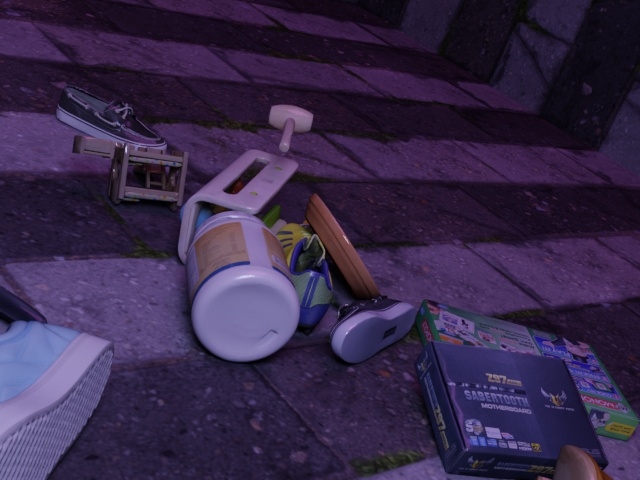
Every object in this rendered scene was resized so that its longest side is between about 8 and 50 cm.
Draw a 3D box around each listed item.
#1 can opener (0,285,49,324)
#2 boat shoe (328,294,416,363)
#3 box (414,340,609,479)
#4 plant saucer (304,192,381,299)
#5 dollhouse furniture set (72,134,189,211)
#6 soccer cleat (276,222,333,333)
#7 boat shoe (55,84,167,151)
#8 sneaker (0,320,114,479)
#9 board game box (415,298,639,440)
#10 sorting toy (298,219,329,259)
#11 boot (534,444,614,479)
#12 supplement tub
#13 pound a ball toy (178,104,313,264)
[{"bbox_3d":[-0.408,0.068,1.197,0.186,0.073,0.059,28,-15,6],"label":"can opener"},{"bbox_3d":[0.064,0.120,1.455,0.076,0.080,0.228,27,22,26],"label":"boat shoe"},{"bbox_3d":[0.258,0.235,1.337,0.233,0.059,0.183,11,40,-22],"label":"box"},{"bbox_3d":[0.030,0.016,1.576,0.200,0.037,0.200,57,-2,3],"label":"plant saucer"},{"bbox_3d":[-0.339,-0.113,1.629,0.182,0.101,0.161,6,3,-31],"label":"dollhouse furniture set"},{"bbox_3d":[-0.020,0.031,1.512,0.093,0.121,0.289,17,23,-10],"label":"soccer cleat"},{"bbox_3d":[-0.383,-0.222,1.806,0.219,0.070,0.078,22,23,1],"label":"boat shoe"},{"bbox_3d":[-0.332,0.177,0.941,0.150,0.135,0.366,16,14,5],"label":"sneaker"},{"bbox_3d":[0.319,0.201,1.538,0.317,0.046,0.213,16,25,-14],"label":"board game box"},{"bbox_3d":[0.000,0.000,1.714,0.083,0.045,0.075,37,8,31],"label":"sorting toy"},{"bbox_3d":[0.359,0.315,1.106,0.211,0.104,0.295,16,-16,7],"label":"boot"},{"bbox_3d":[-0.112,0.057,1.347,0.144,0.144,0.199,14,25,-18],"label":"supplement tub"},{"bbox_3d":[-0.124,-0.096,1.587,0.136,0.208,0.319,15,23,7],"label":"pound a ball toy"}]
